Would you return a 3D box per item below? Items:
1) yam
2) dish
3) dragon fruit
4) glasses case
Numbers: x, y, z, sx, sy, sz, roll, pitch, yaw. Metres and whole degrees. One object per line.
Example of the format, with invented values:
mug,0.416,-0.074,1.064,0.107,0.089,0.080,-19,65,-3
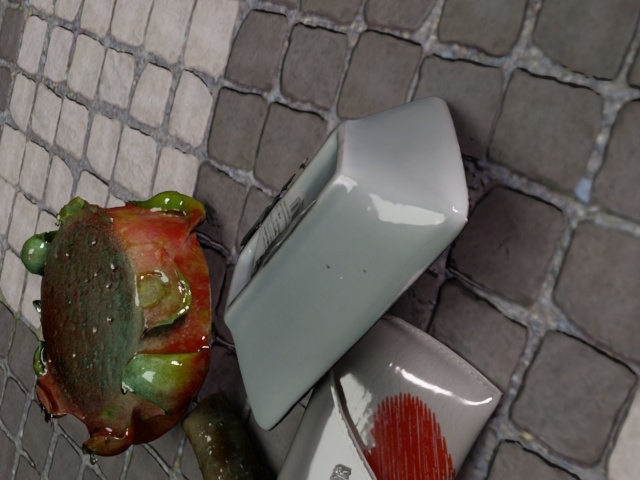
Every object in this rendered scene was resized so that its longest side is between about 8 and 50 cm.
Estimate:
yam,-0.056,0.247,0.687,0.253,0.061,0.061,52,121,33
dish,0.000,0.000,0.573,0.243,0.080,0.182,-51,19,30
dragon fruit,-0.206,0.079,0.789,0.295,0.130,0.268,46,118,35
glasses case,0.020,0.211,0.560,0.128,0.083,0.308,22,90,29
